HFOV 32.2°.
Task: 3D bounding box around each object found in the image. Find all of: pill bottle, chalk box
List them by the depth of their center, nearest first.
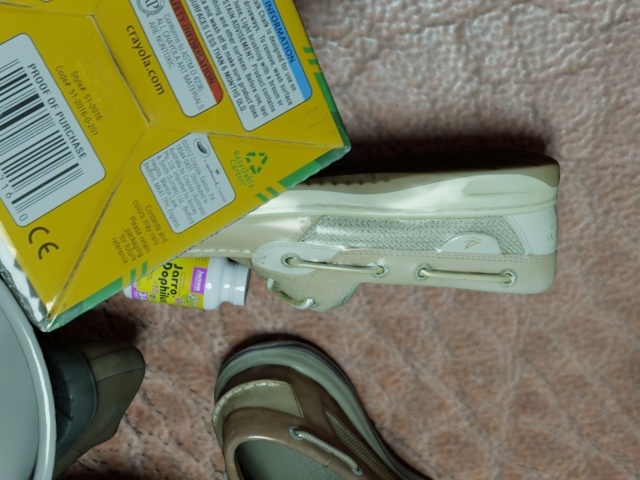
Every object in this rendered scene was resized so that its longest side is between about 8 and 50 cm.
[{"bbox_3d":[-0.146,-0.102,0.606,0.179,0.289,0.180,-32,115,-16],"label":"chalk box"},{"bbox_3d":[-0.091,0.024,0.762,0.083,0.043,0.043,8,116,1],"label":"pill bottle"}]

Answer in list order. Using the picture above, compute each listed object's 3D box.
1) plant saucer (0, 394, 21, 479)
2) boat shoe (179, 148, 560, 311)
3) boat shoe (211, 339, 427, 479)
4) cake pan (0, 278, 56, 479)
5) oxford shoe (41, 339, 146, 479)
[{"bbox_3d":[-0.396,0.157,0.779,0.400,0.100,0.401,0,100,1],"label":"plant saucer"},{"bbox_3d":[0.000,0.000,0.703,0.302,0.109,0.098,-3,105,1],"label":"boat shoe"},{"bbox_3d":[0.030,0.221,0.804,0.123,0.116,0.324,-36,107,20],"label":"boat shoe"},{"bbox_3d":[-0.303,0.104,0.689,0.293,0.054,0.293,0,100,2],"label":"cake pan"},{"bbox_3d":[-0.195,0.141,0.806,0.227,0.096,0.083,-37,75,41],"label":"oxford shoe"}]
